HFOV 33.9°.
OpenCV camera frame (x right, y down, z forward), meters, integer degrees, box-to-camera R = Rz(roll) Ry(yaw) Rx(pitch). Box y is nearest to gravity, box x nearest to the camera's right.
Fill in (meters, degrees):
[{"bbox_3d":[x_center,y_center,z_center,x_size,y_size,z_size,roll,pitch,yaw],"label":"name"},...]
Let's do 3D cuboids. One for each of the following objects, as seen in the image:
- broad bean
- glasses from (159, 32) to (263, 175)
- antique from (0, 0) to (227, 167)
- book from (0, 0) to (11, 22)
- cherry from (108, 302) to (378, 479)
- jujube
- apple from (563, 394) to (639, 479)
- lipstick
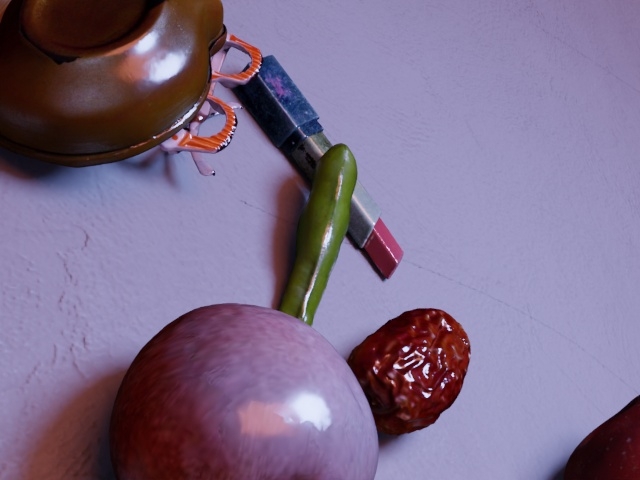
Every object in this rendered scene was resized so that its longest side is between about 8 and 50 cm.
[{"bbox_3d":[-0.003,0.007,1.163,0.056,0.098,0.318,18,47,-4],"label":"broad bean"},{"bbox_3d":[-0.166,-0.167,1.195,0.162,0.095,0.255,21,47,-4],"label":"glasses"},{"bbox_3d":[-0.222,-0.193,1.072,0.223,0.129,0.278,39,60,24],"label":"antique"},{"bbox_3d":[-0.272,-0.263,1.223,0.170,0.018,0.241,34,43,-14],"label":"book"},{"bbox_3d":[-0.065,0.151,0.917,0.240,0.206,0.239,12,56,-19],"label":"cherry"},{"bbox_3d":[0.101,0.137,1.141,0.176,0.109,0.112,-32,115,-51],"label":"jujube"},{"bbox_3d":[0.385,0.279,1.176,0.201,0.218,0.218,47,41,7],"label":"apple"},{"bbox_3d":[0.007,-0.090,1.291,0.312,0.051,0.051,53,42,7],"label":"lipstick"}]
